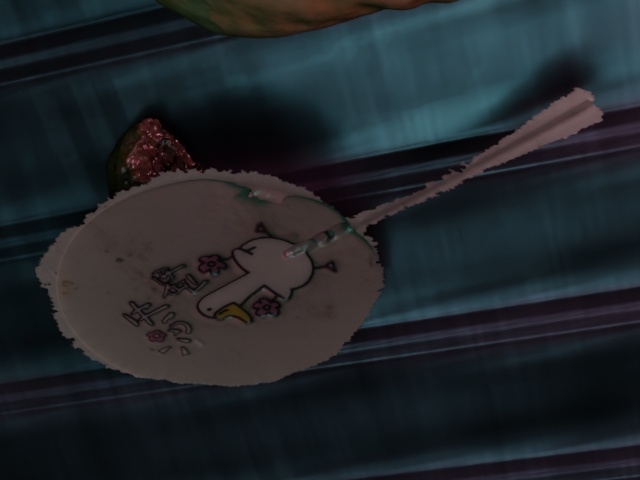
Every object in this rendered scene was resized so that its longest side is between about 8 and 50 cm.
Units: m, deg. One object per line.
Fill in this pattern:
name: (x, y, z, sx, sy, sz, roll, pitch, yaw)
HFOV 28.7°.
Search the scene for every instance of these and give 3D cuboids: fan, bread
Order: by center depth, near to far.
fan: (0.000, -0.001, 0.850, 0.414, 0.012, 0.233, -25, 135, 20)
bread: (-0.101, -0.026, 0.872, 0.113, 0.060, 0.082, 29, 115, -6)

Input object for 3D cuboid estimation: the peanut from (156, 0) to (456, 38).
peanut: (-0.071, -0.209, 0.702, 0.387, 0.169, 0.192, 6, 147, 0)
